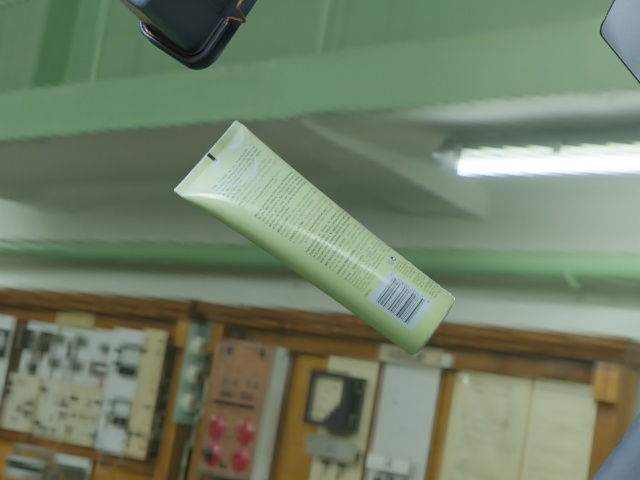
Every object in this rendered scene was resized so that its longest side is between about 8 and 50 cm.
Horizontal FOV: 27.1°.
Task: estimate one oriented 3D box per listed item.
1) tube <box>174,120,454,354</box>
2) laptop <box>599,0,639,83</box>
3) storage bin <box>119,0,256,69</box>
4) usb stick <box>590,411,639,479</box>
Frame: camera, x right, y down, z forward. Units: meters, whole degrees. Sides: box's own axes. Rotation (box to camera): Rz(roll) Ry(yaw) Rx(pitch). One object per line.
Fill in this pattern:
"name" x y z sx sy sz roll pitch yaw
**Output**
"tube" 0.000 0.000 1.104 0.240 0.062 0.070 37 17 -1
"laptop" 0.339 -0.205 1.128 0.236 0.382 0.408 -9 -38 -28
"storage bin" -0.098 -0.210 1.016 0.098 0.135 0.091 36 4 30
"usb stick" 0.138 0.111 0.521 0.077 0.045 0.278 20 41 30
